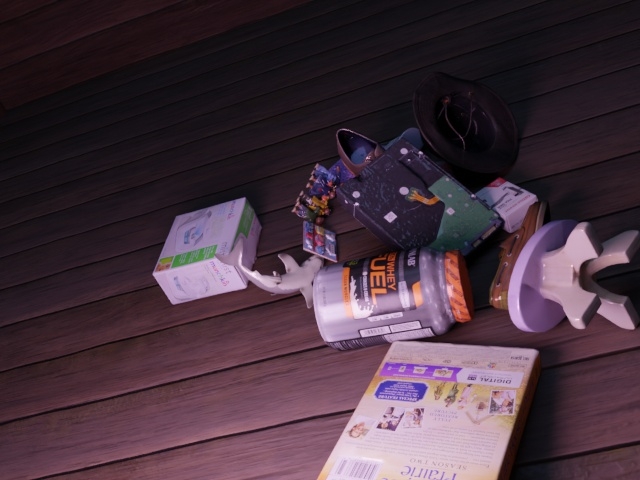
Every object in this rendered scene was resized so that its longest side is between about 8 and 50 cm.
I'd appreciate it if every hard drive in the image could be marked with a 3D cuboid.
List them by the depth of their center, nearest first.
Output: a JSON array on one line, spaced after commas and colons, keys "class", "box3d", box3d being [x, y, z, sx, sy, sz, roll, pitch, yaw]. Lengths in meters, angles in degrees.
[{"class": "hard drive", "box3d": [0.236, -0.072, 1.792, 0.237, 0.064, 0.339, -40, 66, -19]}]

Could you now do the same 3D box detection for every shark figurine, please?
[{"class": "shark figurine", "box3d": [-0.121, 0.100, 1.858, 0.116, 0.278, 0.166, -41, 48, 52]}]

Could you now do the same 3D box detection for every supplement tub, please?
[{"class": "supplement tub", "box3d": [0.159, 0.122, 1.604, 0.316, 0.193, 0.193, -12, 38, 17]}]

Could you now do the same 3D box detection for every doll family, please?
[{"class": "doll family", "box3d": [0.004, -0.124, 2.077, 0.193, 0.111, 0.076, -61, 10, 2]}]

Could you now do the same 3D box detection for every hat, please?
[{"class": "hat", "box3d": [0.366, -0.289, 2.007, 0.331, 0.331, 0.134, -56, 5, -36]}]

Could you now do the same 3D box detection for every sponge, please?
[{"class": "sponge", "box3d": [0.093, -0.214, 2.209, 0.117, 0.031, 0.210, 17, 53, 44]}]

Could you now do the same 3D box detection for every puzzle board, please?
[{"class": "puzzle board", "box3d": [0.000, 0.000, 1.949, 0.011, 0.096, 0.128, -59, 18, 31]}]

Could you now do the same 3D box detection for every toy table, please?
[{"class": "toy table", "box3d": [0.501, 0.066, 1.451, 0.161, 0.252, 0.274, -1, 51, 54]}]

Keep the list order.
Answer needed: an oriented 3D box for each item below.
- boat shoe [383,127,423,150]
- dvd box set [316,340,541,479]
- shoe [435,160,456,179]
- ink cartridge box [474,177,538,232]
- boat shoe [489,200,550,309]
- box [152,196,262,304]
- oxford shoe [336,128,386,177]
[{"class": "boat shoe", "box3d": [0.193, -0.213, 2.116, 0.258, 0.095, 0.084, -41, 7, -12]}, {"class": "dvd box set", "box3d": [0.205, 0.339, 1.347, 0.308, 0.062, 0.420, -2, 30, 29]}, {"class": "shoe", "box3d": [0.274, -0.159, 2.002, 0.178, 0.063, 0.081, -16, 31, 5]}, {"class": "ink cartridge box", "box3d": [0.449, -0.088, 1.813, 0.099, 0.056, 0.135, -34, 36, -13]}, {"class": "boat shoe", "box3d": [0.438, 0.023, 1.633, 0.105, 0.110, 0.307, -1, 42, 29]}, {"class": "box", "box3d": [-0.303, 0.029, 2.061, 0.231, 0.126, 0.262, -14, 36, 19]}, {"class": "oxford shoe", "box3d": [0.165, -0.166, 1.950, 0.364, 0.133, 0.130, 41, 90, 29]}]
